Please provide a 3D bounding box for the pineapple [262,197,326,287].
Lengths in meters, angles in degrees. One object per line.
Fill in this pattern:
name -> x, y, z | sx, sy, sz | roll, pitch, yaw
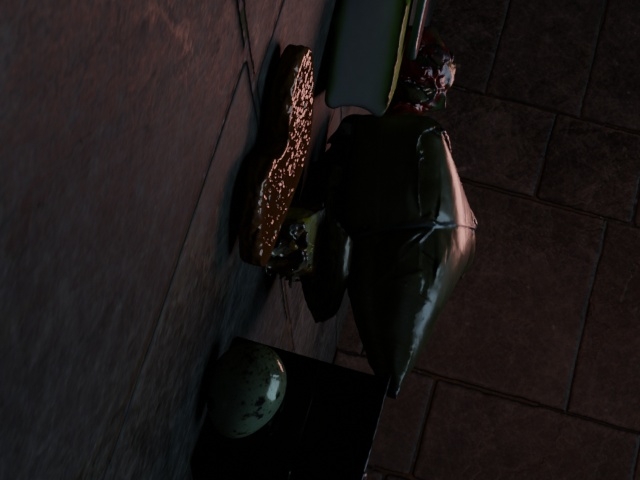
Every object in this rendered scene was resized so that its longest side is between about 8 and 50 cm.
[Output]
pineapple -> -0.027, -0.005, 1.468 | 0.137, 0.069, 0.116 | 91, 16, -64

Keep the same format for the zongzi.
zongzi -> 0.132, 0.062, 1.619 | 0.356, 0.174, 0.393 | 48, 39, -64

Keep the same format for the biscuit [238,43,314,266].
biscuit -> -0.048, -0.090, 1.173 | 0.186, 0.036, 0.192 | 93, 14, -56

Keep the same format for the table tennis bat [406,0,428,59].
table tennis bat -> 0.155, -0.381, 1.663 | 0.153, 0.040, 0.244 | -66, 168, -72

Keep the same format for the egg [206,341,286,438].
egg -> -0.083, 0.165, 1.264 | 0.085, 0.085, 0.110 | -56, 168, -74

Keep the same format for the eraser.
eraser -> 0.076, -0.294, 1.603 | 0.274, 0.092, 0.210 | -58, 160, -76

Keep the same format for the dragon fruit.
dragon fruit -> 0.152, -0.296, 2.019 | 0.188, 0.182, 0.182 | 27, 78, -71

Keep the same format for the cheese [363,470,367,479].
cheese -> -0.048, 0.353, 1.880 | 0.128, 0.203, 0.177 | 97, -20, -45

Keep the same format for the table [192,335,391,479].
table -> -0.035, 0.237, 1.387 | 0.172, 0.193, 0.169 | 95, 12, -63

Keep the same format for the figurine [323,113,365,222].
figurine -> 0.063, -0.089, 1.805 | 0.145, 0.145, 0.222 | -67, 174, -57

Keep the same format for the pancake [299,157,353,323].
pancake -> 0.000, 0.000, 1.567 | 0.212, 0.029, 0.235 | 123, -35, -60
